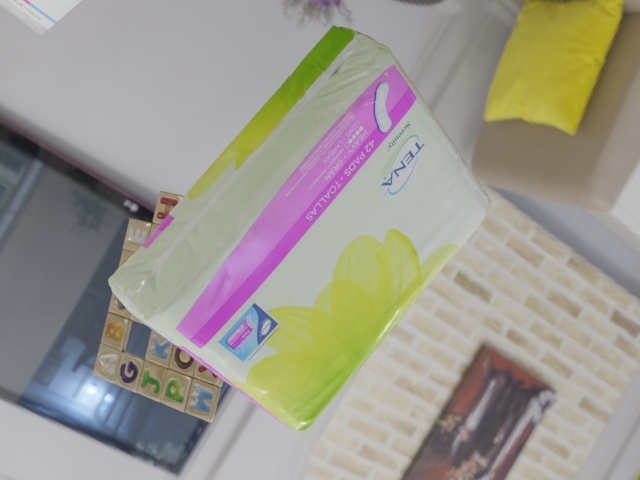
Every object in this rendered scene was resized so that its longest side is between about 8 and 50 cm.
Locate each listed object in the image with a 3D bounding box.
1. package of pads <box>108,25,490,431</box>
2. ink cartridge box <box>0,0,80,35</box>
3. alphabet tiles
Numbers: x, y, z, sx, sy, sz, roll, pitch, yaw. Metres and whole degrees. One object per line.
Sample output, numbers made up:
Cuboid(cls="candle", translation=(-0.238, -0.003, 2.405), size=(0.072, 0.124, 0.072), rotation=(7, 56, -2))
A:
Cuboid(cls="package of pads", translation=(0.000, 0.000, 0.752), size=(0.101, 0.296, 0.229), rotation=(33, 170, 47))
Cuboid(cls="ink cartridge box", translation=(-0.286, -0.332, 0.947), size=(0.109, 0.209, 0.062), rotation=(37, -143, -38))
Cuboid(cls="alphabet tiles", translation=(-0.170, 0.066, 0.986), size=(0.198, 0.237, 0.009), rotation=(12, 179, 36))
